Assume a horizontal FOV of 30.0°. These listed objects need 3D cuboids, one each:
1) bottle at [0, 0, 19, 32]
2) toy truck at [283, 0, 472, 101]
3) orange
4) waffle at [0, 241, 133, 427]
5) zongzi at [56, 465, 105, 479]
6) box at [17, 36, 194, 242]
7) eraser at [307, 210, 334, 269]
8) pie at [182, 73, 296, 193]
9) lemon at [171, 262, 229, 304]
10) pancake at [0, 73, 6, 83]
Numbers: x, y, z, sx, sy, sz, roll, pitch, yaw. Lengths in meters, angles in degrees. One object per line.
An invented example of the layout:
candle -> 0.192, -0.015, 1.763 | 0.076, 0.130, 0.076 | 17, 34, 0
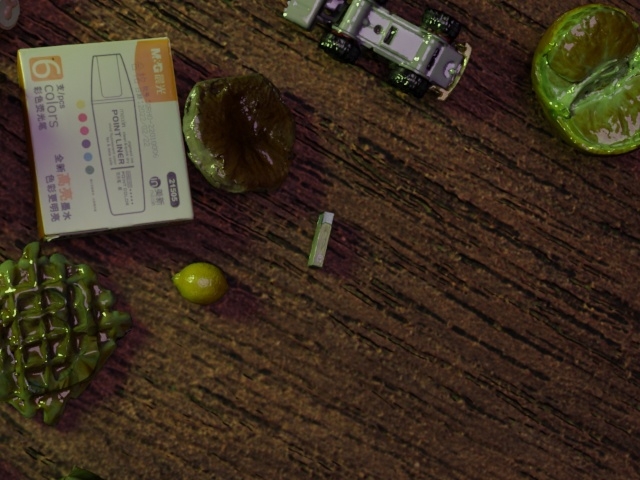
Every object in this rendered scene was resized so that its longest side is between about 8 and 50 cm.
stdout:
bottle -> -0.471, -0.387, 1.650 | 0.147, 0.147, 0.237 | 10, 89, -13
toy truck -> 0.087, -0.313, 1.795 | 0.285, 0.111, 0.136 | 28, 94, -7
orange -> 0.421, -0.241, 1.845 | 0.179, 0.158, 0.237 | -30, 95, -9
waffle -> -0.389, 0.123, 1.653 | 0.204, 0.054, 0.223 | 38, 77, -7
zongzi -> -0.351, 0.401, 1.557 | 0.094, 0.205, 0.204 | 31, 81, 2
box -> -0.305, -0.144, 1.686 | 0.220, 0.091, 0.274 | -10, 87, -16
eraser -> 0.000, 0.000, 1.773 | 0.019, 0.038, 0.083 | 15, 81, -10
pie -> -0.111, -0.151, 1.724 | 0.195, 0.046, 0.195 | 9, 76, -38
lemon -> -0.172, 0.061, 1.711 | 0.083, 0.062, 0.062 | 11, 81, -9
pancake -> -0.509, -0.255, 1.600 | 0.199, 0.199, 0.021 | 26, 92, -10
